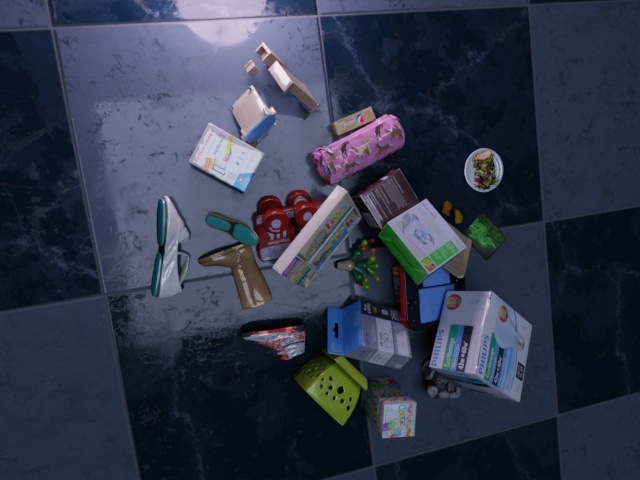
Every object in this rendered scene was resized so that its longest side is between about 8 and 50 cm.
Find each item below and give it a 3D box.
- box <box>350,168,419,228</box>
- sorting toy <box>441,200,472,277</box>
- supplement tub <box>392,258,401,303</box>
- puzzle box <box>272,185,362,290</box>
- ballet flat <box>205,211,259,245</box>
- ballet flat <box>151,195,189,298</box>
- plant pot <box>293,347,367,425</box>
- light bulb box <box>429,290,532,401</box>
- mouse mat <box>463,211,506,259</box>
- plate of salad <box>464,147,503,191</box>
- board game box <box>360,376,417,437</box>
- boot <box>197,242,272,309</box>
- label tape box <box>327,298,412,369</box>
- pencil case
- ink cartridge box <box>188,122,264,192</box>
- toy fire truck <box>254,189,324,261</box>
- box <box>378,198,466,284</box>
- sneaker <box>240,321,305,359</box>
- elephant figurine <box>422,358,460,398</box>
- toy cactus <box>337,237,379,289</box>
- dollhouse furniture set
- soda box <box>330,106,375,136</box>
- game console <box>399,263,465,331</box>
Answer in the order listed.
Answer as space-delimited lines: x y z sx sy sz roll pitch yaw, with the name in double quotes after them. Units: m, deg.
0.264 -0.173 1.875 0.203 0.168 0.167 -36 101 -8 "box"
0.572 -0.011 1.983 0.229 0.041 0.307 32 61 -17 "sorting toy"
0.371 0.172 1.964 0.106 0.106 0.198 -7 97 -12 "supplement tub"
0.000 0.000 1.792 0.052 0.272 0.409 37 86 27 "puzzle box"
-0.342 -0.055 1.774 0.232 0.073 0.080 27 110 -1 "ballet flat"
-0.575 0.029 1.731 0.139 0.139 0.401 5 98 -14 "ballet flat"
0.049 0.591 1.873 0.228 0.227 0.207 46 77 -12 "plant pot"
0.690 0.445 1.903 0.361 0.225 0.358 34 65 -32 "light bulb box"
0.771 -0.020 2.092 0.189 0.007 0.153 43 85 -12 "mouse mat"
0.754 -0.321 2.039 0.199 0.048 0.200 -1 95 -14 "plate of salad"
0.284 0.704 1.904 0.142 0.275 0.145 2 94 -14 "board game box"
-0.342 0.157 1.806 0.236 0.089 0.270 -19 100 -11 "boot"
0.202 0.381 1.873 0.333 0.241 0.106 16 132 -15 "label tape box"
0.159 -0.375 1.837 0.386 0.167 0.160 -28 84 -10 "pencil case"
-0.361 -0.311 1.715 0.232 0.168 0.171 28 89 -13 "ink cartridge box"
-0.120 -0.051 1.818 0.302 0.169 0.254 -12 122 -11 "toy fire truck"
0.412 0.004 1.813 0.231 0.127 0.262 -30 74 -24 "box"
-0.192 0.431 1.863 0.269 0.090 0.145 -5 94 -15 "sneaker"
0.551 0.593 2.029 0.169 0.186 0.240 23 59 -47 "elephant figurine"
0.164 0.101 1.926 0.180 0.112 0.219 -2 98 6 "toy cactus"
-0.214 -0.546 1.778 0.303 0.198 0.286 -40 63 17 "dollhouse furniture set"
0.135 -0.497 1.870 0.181 0.061 0.058 -26 101 -10 "soda box"
0.500 0.205 1.954 0.386 0.060 0.342 -3 94 -34 "game console"
